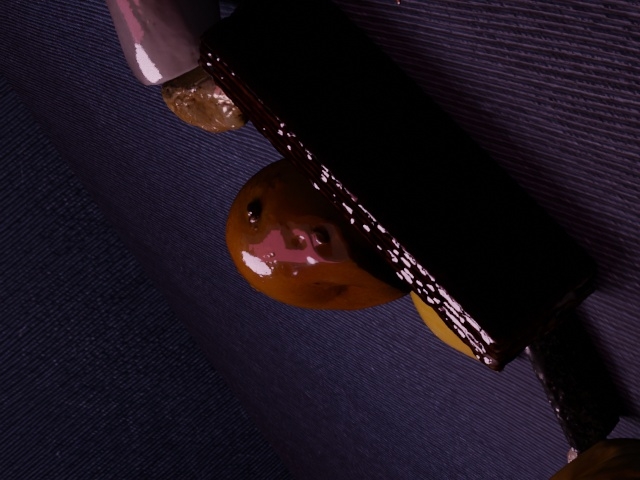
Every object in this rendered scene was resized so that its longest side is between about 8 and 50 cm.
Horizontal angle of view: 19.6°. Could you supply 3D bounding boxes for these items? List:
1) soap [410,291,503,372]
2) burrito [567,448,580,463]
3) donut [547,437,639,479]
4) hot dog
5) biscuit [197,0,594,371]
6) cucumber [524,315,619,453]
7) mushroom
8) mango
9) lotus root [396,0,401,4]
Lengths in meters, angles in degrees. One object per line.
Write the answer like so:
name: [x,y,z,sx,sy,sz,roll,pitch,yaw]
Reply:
soap: [0.140,0.085,1.821,0.168,0.033,0.089,34,161,53]
burrito: [0.274,0.257,1.818,0.058,0.045,0.188,32,157,37]
donut: [0.326,0.332,1.578,0.360,0.170,0.360,52,173,9]
hot dog: [-0.094,-0.151,1.854,0.073,0.084,0.242,55,166,-13]
biscuit: [0.054,-0.065,1.516,0.388,0.107,0.073,46,167,20]
cucumber: [0.204,0.096,1.594,0.058,0.052,0.214,-97,-18,-55]
mushroom: [-0.198,-0.291,1.733,0.159,0.122,0.328,22,149,48]
mango: [0.000,0.000,1.822,0.236,0.166,0.136,34,-129,-55]
lotus root: [0.023,-0.227,1.266,0.072,0.063,0.152,14,139,54]
